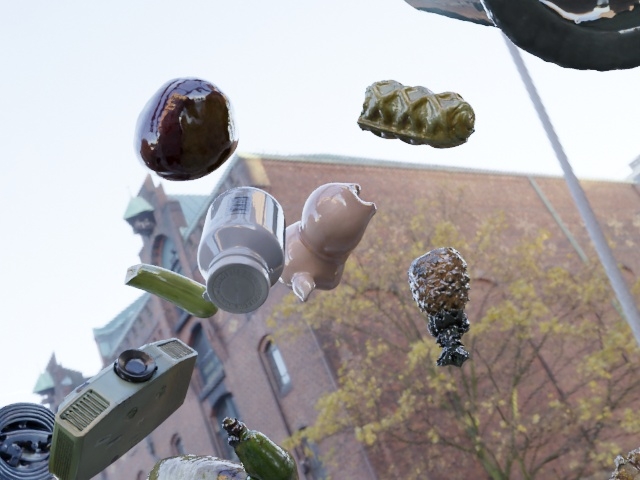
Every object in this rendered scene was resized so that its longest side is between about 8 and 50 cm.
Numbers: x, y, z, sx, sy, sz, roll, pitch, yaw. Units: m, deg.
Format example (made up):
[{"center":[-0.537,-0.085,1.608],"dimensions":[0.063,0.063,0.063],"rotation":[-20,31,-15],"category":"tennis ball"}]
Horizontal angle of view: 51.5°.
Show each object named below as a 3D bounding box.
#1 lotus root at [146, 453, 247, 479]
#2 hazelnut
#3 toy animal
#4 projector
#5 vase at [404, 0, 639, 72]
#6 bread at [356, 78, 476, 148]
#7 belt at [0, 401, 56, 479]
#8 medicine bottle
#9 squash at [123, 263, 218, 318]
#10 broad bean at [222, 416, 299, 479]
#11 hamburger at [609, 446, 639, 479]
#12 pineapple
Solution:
[{"center":[-0.130,0.305,0.760],"dimensions":[0.097,0.110,0.258],"rotation":[12,-16,-41],"category":"lotus root"},{"center":[-0.289,-0.226,1.387],"dimensions":[0.229,0.230,0.229],"rotation":[-20,-26,-10],"category":"hazelnut"},{"center":[0.000,0.000,1.696],"dimensions":[0.269,0.237,0.326],"rotation":[-27,-25,-26],"category":"toy animal"},{"center":[-0.327,0.267,1.111],"dimensions":[0.269,0.088,0.194],"rotation":[-33,-30,-52],"category":"projector"},{"center":[0.174,-0.276,0.557],"dimensions":[0.244,0.291,0.245],"rotation":[-4,-69,-11],"category":"vase"},{"center":[0.225,-0.283,1.520],"dimensions":[0.130,0.267,0.152],"rotation":[-66,-26,-13],"category":"bread"},{"center":[-0.510,0.345,1.101],"dimensions":[0.082,0.142,0.190],"rotation":[-16,-19,15],"category":"belt"},{"center":[-0.122,0.016,1.041],"dimensions":[0.135,0.215,0.135],"rotation":[-1,-60,-1],"category":"medicine bottle"},{"center":[-0.366,0.126,1.668],"dimensions":[0.250,0.083,0.083],"rotation":[27,-51,-24],"category":"squash"},{"center":[-0.046,0.210,0.568],"dimensions":[0.046,0.061,0.195],"rotation":[-51,-26,-36],"category":"broad bean"},{"center":[0.393,0.336,0.801],"dimensions":[0.087,0.102,0.176],"rotation":[-27,-48,-8],"category":"hamburger"},{"center":[0.210,0.115,1.108],"dimensions":[0.108,0.198,0.108],"rotation":[-7,-22,-3],"category":"pineapple"}]
